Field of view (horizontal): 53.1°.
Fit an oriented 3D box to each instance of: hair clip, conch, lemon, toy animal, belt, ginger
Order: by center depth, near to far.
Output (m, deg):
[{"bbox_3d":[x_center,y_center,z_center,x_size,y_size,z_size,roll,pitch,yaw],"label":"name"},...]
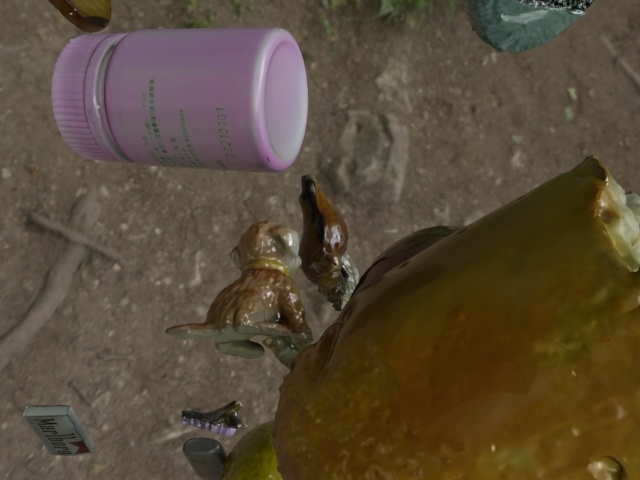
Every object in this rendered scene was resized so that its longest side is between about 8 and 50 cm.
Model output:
[{"bbox_3d":[-0.102,0.050,0.828,0.183,0.104,0.185,10,62,-23],"label":"toy animal"},{"bbox_3d":[0.001,0.001,1.060,0.080,0.086,0.233,-2,87,-70],"label":"conch"},{"bbox_3d":[0.349,-0.445,1.061,0.207,0.257,0.150,36,27,-24],"label":"belt"},{"bbox_3d":[-0.062,0.451,1.172,0.267,0.267,0.267,29,37,-25],"label":"lemon"},{"bbox_3d":[-0.040,0.254,1.400,0.131,0.294,0.086,5,94,-26],"label":"ginger"},{"bbox_3d":[-0.278,0.448,1.619,0.106,0.292,0.085,19,68,-32],"label":"hair clip"}]

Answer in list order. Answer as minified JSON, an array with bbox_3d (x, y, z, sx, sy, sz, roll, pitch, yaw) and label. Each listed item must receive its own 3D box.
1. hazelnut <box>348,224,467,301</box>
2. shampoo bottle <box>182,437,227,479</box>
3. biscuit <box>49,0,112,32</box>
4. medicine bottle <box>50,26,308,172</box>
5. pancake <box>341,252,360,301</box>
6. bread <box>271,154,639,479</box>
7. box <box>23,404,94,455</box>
[{"bbox_3d":[0.203,0.126,0.823,0.372,0.372,0.316,26,53,-28],"label":"hazelnut"},{"bbox_3d":[-0.214,0.444,1.261,0.040,0.079,0.165,-83,166,-45],"label":"shampoo bottle"},{"bbox_3d":[-0.360,-0.374,0.883,0.228,0.031,0.176,49,20,-62],"label":"biscuit"},{"bbox_3d":[-0.176,-0.182,0.830,0.178,0.290,0.178,4,90,-72],"label":"medicine bottle"},{"bbox_3d":[0.054,0.090,1.641,0.158,0.028,0.158,34,41,-36],"label":"pancake"},{"bbox_3d":[0.162,0.166,0.519,0.361,0.394,0.250,63,15,10],"label":"bread"},{"bbox_3d":[-0.648,0.473,1.592,0.115,0.178,0.036,-3,41,5],"label":"box"}]
